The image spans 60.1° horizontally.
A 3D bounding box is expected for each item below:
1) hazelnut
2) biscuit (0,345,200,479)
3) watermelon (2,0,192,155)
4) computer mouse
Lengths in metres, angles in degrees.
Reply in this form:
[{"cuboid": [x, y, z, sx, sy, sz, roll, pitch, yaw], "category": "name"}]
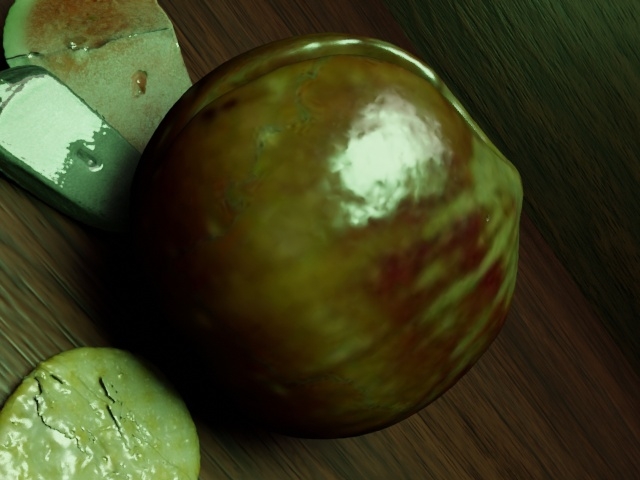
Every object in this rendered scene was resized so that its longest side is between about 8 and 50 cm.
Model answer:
[{"cuboid": [0.000, 0.000, 0.621, 0.429, 0.401, 0.402, 61, 28, -26], "category": "hazelnut"}, {"cuboid": [-0.196, 0.201, 0.505, 0.219, 0.033, 0.220, 35, 39, -35], "category": "biscuit"}, {"cuboid": [-0.246, -0.233, 0.685, 0.256, 0.176, 0.260, 17, 35, -51], "category": "watermelon"}, {"cuboid": [-0.275, -0.093, 0.600, 0.229, 0.068, 0.113, 45, 62, -31], "category": "computer mouse"}]
